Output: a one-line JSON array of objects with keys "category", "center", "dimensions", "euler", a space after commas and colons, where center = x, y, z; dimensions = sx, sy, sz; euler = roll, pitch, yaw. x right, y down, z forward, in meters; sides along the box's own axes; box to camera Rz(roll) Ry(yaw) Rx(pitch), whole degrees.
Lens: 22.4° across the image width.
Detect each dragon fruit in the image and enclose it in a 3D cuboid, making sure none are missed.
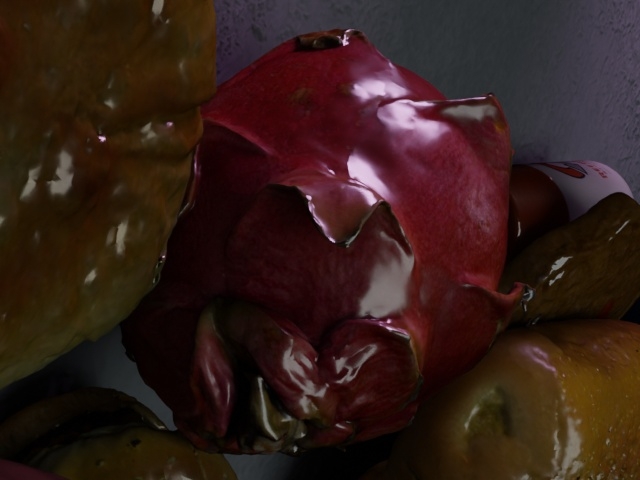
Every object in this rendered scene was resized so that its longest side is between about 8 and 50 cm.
[{"category": "dragon fruit", "center": [0.002, -0.002, 0.953], "dimensions": [0.315, 0.250, 0.250], "euler": [-27, 128, -45]}]

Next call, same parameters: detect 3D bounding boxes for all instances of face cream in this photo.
[{"category": "face cream", "center": [0.175, -0.017, 1.344], "dimensions": [0.214, 0.096, 0.095], "euler": [-6, 111, -55]}]

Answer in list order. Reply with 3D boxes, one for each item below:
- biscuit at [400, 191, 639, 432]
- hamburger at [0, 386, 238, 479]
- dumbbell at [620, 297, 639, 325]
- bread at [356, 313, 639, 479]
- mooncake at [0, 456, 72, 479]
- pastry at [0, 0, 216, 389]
[{"category": "biscuit", "center": [0.175, 0.076, 1.327], "dimensions": [0.273, 0.049, 0.257], "euler": [-41, 157, -5]}, {"category": "hamburger", "center": [-0.136, 0.184, 0.947], "dimensions": [0.185, 0.113, 0.177], "euler": [-38, 141, -24]}, {"category": "dumbbell", "center": [0.305, 0.142, 1.578], "dimensions": [0.325, 0.160, 0.144], "euler": [-45, 109, -36]}, {"category": "bread", "center": [0.158, 0.214, 1.288], "dimensions": [0.328, 0.148, 0.337], "euler": [-51, 154, 18]}, {"category": "mooncake", "center": [-0.212, 0.184, 0.668], "dimensions": [0.334, 0.326, 0.174], "euler": [9, 100, -34]}, {"category": "pastry", "center": [-0.178, -0.074, 0.745], "dimensions": [0.330, 0.136, 0.329], "euler": [-30, 130, -45]}]
